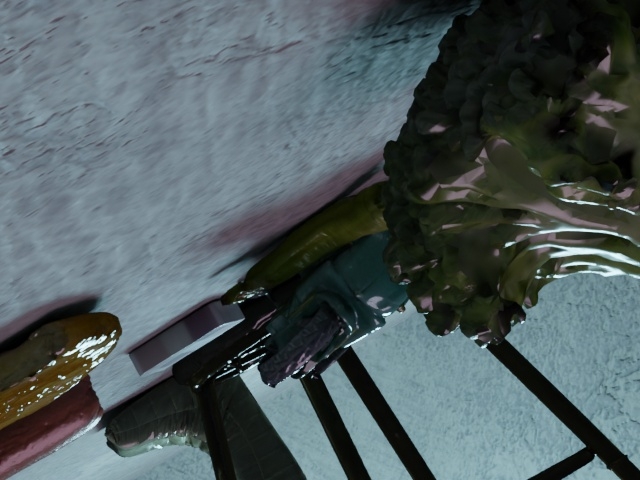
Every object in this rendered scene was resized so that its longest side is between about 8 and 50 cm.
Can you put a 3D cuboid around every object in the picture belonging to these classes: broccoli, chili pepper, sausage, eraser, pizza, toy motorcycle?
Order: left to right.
[{"bbox_3d":[-0.259,0.125,1.167,0.262,0.034,0.181,-30,173,-3],"label":"pizza"},{"bbox_3d":[-0.253,0.158,1.313,0.154,0.062,0.062,-29,173,-13],"label":"sausage"},{"bbox_3d":[-0.127,0.091,1.513,0.105,0.026,0.065,-32,170,19],"label":"eraser"},{"bbox_3d":[0.000,0.000,1.330,0.043,0.049,0.208,30,133,-34],"label":"chili pepper"},{"bbox_3d":[0.027,0.031,1.427,0.198,0.109,0.296,-41,-177,8],"label":"toy motorcycle"},{"bbox_3d":[0.188,-0.077,0.906,0.334,0.272,0.324,121,-10,-63],"label":"broccoli"}]

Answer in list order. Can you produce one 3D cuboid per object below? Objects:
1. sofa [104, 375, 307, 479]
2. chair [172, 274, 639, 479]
[{"bbox_3d":[-0.139,0.278,1.969,0.176,0.225,0.210,-33,176,-12],"label":"sofa"},{"bbox_3d":[0.062,0.234,1.717,0.364,0.410,0.362,-24,170,-37],"label":"chair"}]
